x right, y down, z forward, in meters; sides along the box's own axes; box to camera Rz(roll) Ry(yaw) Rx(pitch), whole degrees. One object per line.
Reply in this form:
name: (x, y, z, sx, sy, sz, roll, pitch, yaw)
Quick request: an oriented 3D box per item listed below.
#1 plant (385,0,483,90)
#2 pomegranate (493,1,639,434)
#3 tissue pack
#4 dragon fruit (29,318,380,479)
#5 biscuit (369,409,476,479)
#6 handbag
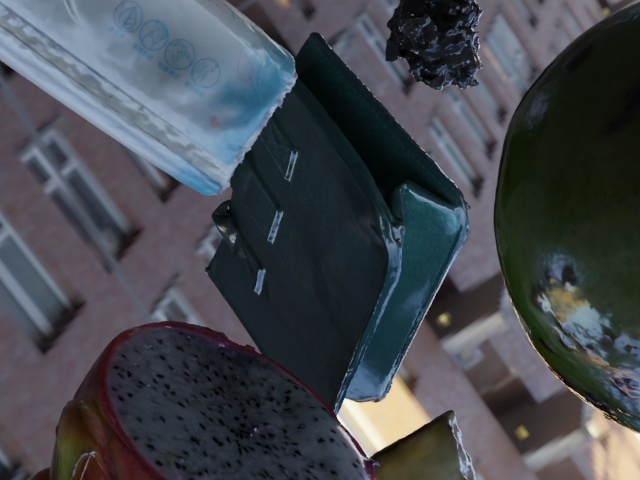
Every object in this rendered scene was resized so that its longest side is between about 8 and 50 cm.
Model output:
plant: (0.091, -0.185, 1.231, 0.087, 0.085, 0.174, -38, -146, 34)
pomegranate: (0.218, -0.041, 0.824, 0.290, 0.323, 0.291, -18, 163, -6)
tissue pack: (-0.166, -0.159, 1.051, 0.124, 0.271, 0.201, -57, -155, -3)
dragon fruit: (-0.095, 0.220, 1.241, 0.189, 0.290, 0.291, -59, -177, 26)
biscuit: (0.046, 0.449, 1.401, 0.446, 0.429, 0.104, -34, 166, 10)
handbag: (0.001, 0.001, 1.375, 0.089, 0.238, 0.326, -21, 151, -28)
